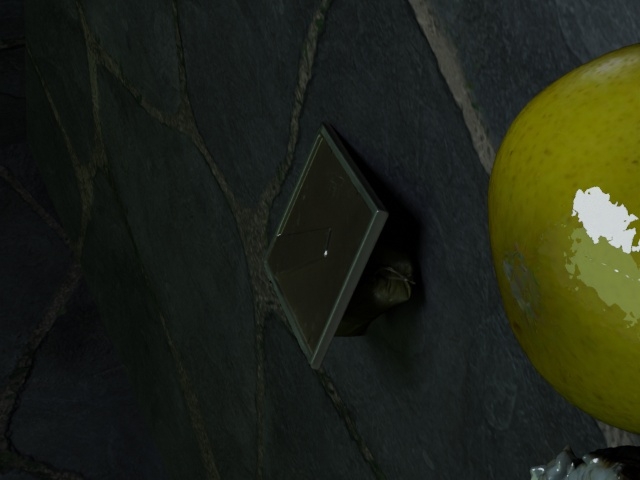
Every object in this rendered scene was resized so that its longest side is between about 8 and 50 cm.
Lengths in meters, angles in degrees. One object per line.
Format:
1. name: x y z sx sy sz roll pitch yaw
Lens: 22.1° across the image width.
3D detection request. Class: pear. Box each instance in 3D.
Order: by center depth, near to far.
1. pear: 0.249 0.023 1.300 0.386 0.191 0.340 -154 48 -67

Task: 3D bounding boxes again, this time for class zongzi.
1. zongzi: 0.048 -0.001 2.006 0.205 0.094 0.204 141 129 -61

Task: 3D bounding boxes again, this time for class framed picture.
1. framed picture: 0.000 0.000 1.991 0.213 0.016 0.289 -67 21 17

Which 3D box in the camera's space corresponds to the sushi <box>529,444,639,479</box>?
1. sushi: 0.283 0.266 1.398 0.343 0.182 0.196 132 133 -75
